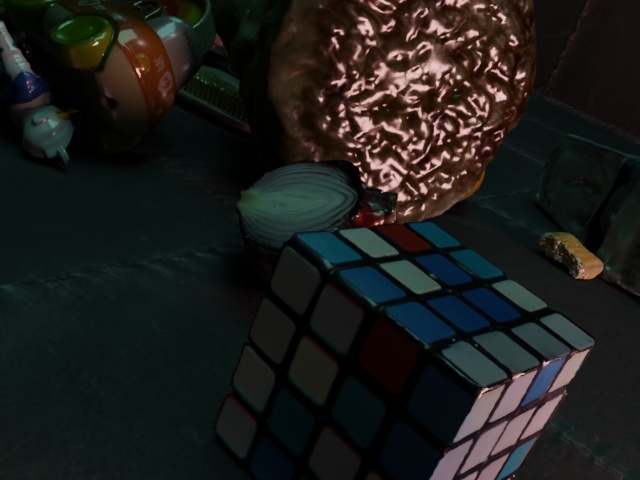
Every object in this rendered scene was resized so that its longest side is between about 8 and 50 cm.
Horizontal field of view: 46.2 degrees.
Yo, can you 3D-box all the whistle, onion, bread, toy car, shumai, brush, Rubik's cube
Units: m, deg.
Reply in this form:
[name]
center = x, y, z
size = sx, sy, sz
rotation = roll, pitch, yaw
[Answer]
[whistle]
center = 0.465, -0.037, 1.117
size = 0.188, 0.168, 0.404
rotation = 0, 26, -44
[onion]
center = 0.000, 0.000, 0.703
size = 0.151, 0.098, 0.206
rotation = -2, 28, 9
[bread]
center = 0.355, 0.021, 1.060
size = 0.070, 0.035, 0.083
rotation = -3, 39, -44
[toy car]
center = -0.219, -0.232, 0.871
size = 0.235, 0.145, 0.235
rotation = -3, 46, 3
[shumai]
center = 0.043, -0.224, 0.958
size = 0.394, 0.395, 0.348
rotation = 10, 10, -25
[brush]
center = -0.079, -0.175, 1.086
size = 0.312, 0.067, 0.072
rotation = 30, 23, 15
[Rubik's cube]
center = 0.050, 0.092, 0.478
size = 0.154, 0.155, 0.151
rotation = -6, 37, -47

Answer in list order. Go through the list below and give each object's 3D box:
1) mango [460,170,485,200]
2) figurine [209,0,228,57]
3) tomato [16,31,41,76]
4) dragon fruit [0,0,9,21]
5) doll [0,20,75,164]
[mango]
center = 0.179, -0.125, 1.161
size = 0.136, 0.099, 0.227
rotation = 9, 16, -12
[figurine]
center = -0.238, -0.402, 1.354
size = 0.308, 0.143, 0.308
rotation = 4, 12, -1
[tomato]
center = -0.340, -0.268, 1.029
size = 0.139, 0.091, 0.159
rotation = 3, 26, -39
[dragon fruit]
center = -0.516, -0.419, 1.121
size = 0.200, 0.198, 0.269
rotation = 29, 36, -8
[doll]
center = -0.323, -0.165, 0.800
size = 0.057, 0.114, 0.227
rotation = -25, 73, -30
